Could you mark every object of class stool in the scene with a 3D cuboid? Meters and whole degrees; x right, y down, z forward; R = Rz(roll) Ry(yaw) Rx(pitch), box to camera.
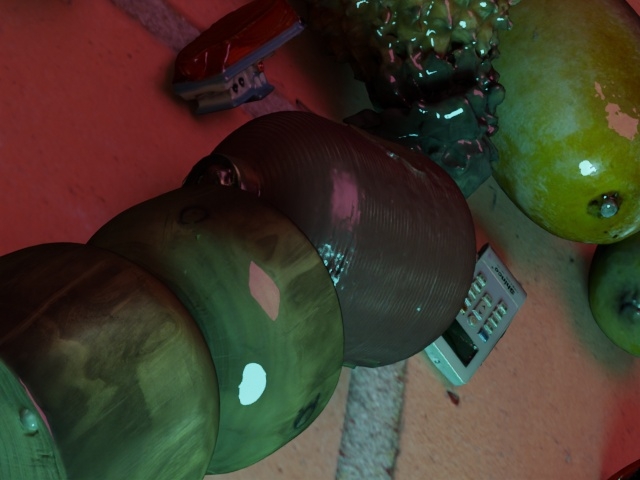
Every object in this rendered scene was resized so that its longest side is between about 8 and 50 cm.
[{"bbox_3d":[-0.127,0.082,0.833,0.264,0.179,0.179,-26,84,-54],"label":"stool"}]

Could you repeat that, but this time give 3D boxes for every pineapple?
[{"bbox_3d":[0.086,-0.183,1.297,0.223,0.223,0.357,-4,82,-51],"label":"pineapple"}]

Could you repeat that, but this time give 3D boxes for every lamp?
[{"bbox_3d":[0.000,0.000,1.067,0.258,0.180,0.180,16,51,-41],"label":"lamp"}]

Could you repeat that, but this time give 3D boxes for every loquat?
[{"bbox_3d":[0.341,0.034,1.460,0.152,0.152,0.195,53,35,-6],"label":"loquat"}]

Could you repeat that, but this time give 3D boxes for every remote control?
[{"bbox_3d":[0.135,0.065,1.293,0.065,0.029,0.166,53,40,-8],"label":"remote control"}]

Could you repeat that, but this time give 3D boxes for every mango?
[{"bbox_3d":[0.237,-0.158,1.454,0.221,0.199,0.384,38,24,-39],"label":"mango"}]

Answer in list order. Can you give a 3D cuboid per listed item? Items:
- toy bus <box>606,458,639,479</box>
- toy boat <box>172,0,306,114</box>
[{"bbox_3d":[0.340,0.281,1.332,0.195,0.081,0.089,37,30,-25],"label":"toy bus"},{"bbox_3d":[-0.060,-0.152,1.194,0.173,0.069,0.059,-51,125,-52],"label":"toy boat"}]
